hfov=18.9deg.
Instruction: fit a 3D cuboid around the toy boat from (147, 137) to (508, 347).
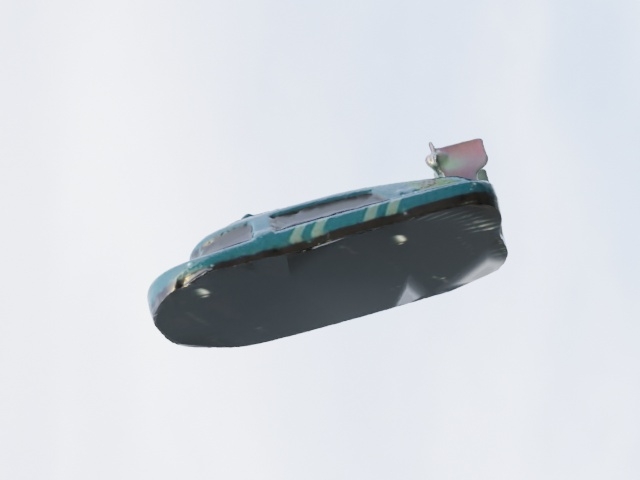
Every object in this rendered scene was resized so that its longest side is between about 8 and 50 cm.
[{"bbox_3d":[0.000,0.000,1.582,0.134,0.298,0.092,73,-177,-61],"label":"toy boat"}]
